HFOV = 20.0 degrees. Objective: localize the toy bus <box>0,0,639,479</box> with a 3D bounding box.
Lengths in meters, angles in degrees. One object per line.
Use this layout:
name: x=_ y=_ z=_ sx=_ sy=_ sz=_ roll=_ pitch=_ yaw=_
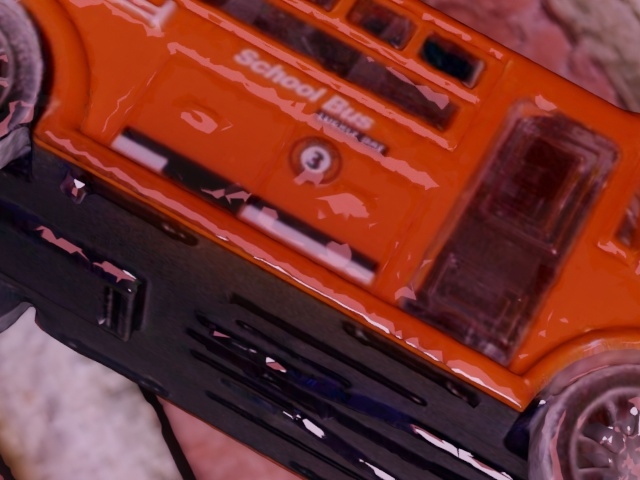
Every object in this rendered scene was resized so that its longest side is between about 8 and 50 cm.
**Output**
toy bus: x=0.000 y=0.000 z=0.562 sx=0.329 sy=0.143 sz=0.153 roll=29 pitch=63 yaw=6
